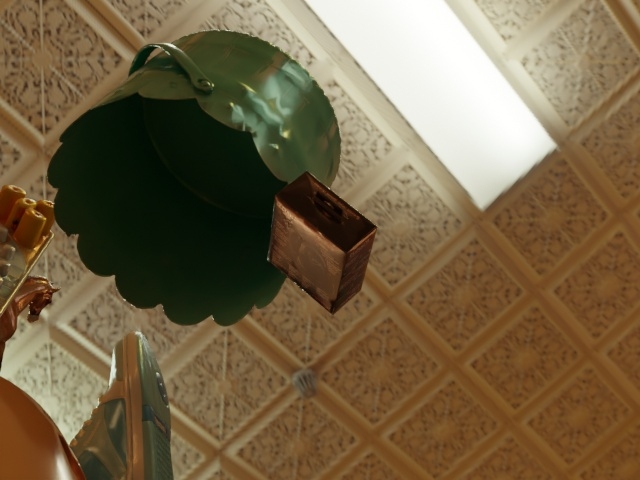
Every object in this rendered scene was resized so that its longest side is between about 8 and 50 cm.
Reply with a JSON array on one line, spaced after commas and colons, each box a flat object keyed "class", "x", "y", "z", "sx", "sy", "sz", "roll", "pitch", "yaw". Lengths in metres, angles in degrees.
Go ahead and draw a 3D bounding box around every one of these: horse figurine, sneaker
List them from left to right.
[{"class": "horse figurine", "x": -0.446, "y": 0.091, "z": 1.266, "sx": 0.263, "sy": 0.066, "sz": 0.174, "roll": 32, "pitch": -94, "yaw": -45}, {"class": "sneaker", "x": -0.313, "y": 0.275, "z": 1.428, "sx": 0.208, "sy": 0.319, "sz": 0.127, "roll": -15, "pitch": -41, "yaw": 4}]

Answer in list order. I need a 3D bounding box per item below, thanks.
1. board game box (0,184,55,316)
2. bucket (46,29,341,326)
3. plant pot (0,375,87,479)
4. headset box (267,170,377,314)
[{"class": "board game box", "x": -0.481, "y": -0.039, "z": 1.042, "sx": 0.390, "sy": 0.390, "sz": 0.050, "roll": 26, "pitch": -73, "yaw": -9}, {"class": "bucket", "x": -0.119, "y": -0.071, "z": 1.084, "sx": 0.281, "sy": 0.183, "sz": 0.281, "roll": 11, "pitch": -52, "yaw": 15}, {"class": "plant pot", "x": -0.210, "y": 0.184, "z": 0.477, "sx": 0.291, "sy": 0.203, "sz": 0.291, "roll": -8, "pitch": -54, "yaw": -11}, {"class": "headset box", "x": 0.000, "y": 0.000, "z": 0.681, "sx": 0.032, "sy": 0.062, "sz": 0.083, "roll": -40, "pitch": -22, "yaw": -30}]
